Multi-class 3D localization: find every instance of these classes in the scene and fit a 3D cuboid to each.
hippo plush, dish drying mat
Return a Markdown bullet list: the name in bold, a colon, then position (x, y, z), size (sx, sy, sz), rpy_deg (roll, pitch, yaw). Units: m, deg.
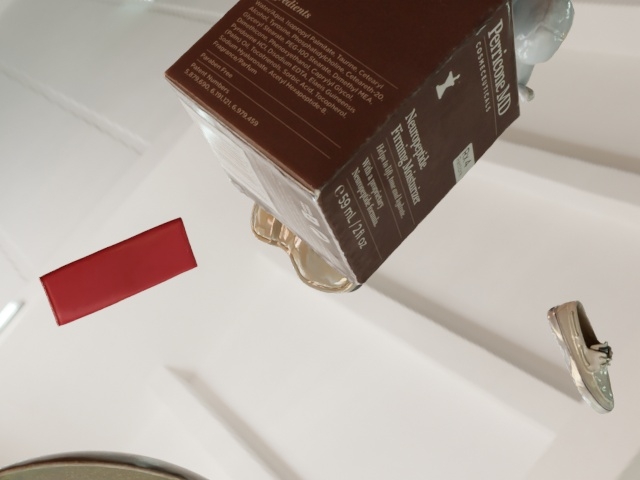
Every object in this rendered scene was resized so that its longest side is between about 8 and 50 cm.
- **hippo plush**: position (0.216, -0.275, 1.307), size (0.294, 0.237, 0.234), rpy_deg (-48, -153, 30)
- **dish drying mat**: position (-0.109, 0.017, 0.523), size (0.083, 0.032, 0.008), rpy_deg (-25, -158, -24)

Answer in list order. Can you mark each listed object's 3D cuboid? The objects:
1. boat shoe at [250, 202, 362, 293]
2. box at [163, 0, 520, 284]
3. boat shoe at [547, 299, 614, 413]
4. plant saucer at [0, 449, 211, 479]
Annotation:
- **boat shoe**: position (0.000, 0.000, 0.989), size (0.206, 0.065, 0.075), rpy_deg (33, -72, 54)
- **box**: position (0.025, -0.111, 0.747), size (0.167, 0.168, 0.203), rpy_deg (39, -100, 26)
- **boat shoe**: position (0.229, 0.097, 0.816), size (0.035, 0.035, 0.100), rpy_deg (-29, -101, 35)
- **plant saucer**: position (-0.173, 0.274, 0.787), size (0.311, 0.310, 0.050), rpy_deg (-33, -152, 19)
